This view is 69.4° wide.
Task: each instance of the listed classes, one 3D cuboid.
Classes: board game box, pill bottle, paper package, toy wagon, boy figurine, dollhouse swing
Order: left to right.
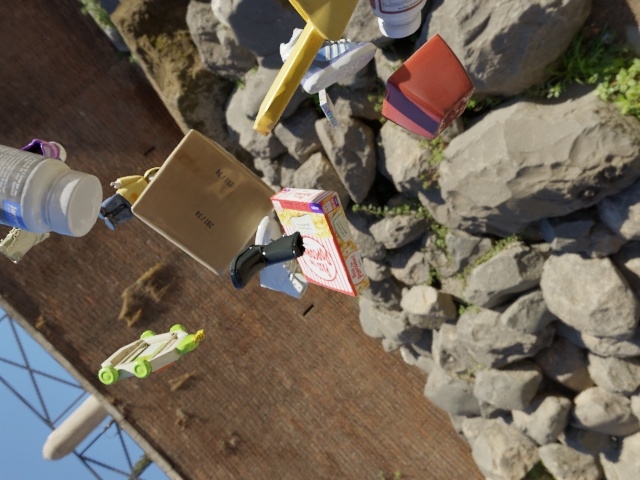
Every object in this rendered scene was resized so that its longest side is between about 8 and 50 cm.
[{"bbox_3d":[-0.302,-0.052,0.466,0.137,0.078,0.078,15,168,0],"label":"pill bottle"},{"bbox_3d":[-0.652,-0.155,1.649,0.177,0.285,0.092,51,153,-10],"label":"boy figurine"},{"bbox_3d":[-0.532,0.363,1.504,0.267,0.343,0.068,-59,-45,-73],"label":"toy wagon"},{"bbox_3d":[-0.333,-0.112,1.382,0.324,0.310,0.168,38,178,-13],"label":"paper package"},{"bbox_3d":[-0.098,-0.421,0.816,0.315,0.305,0.347,44,-163,-22],"label":"dollhouse swing"},{"bbox_3d":[0.000,0.000,0.848,0.146,0.045,0.194,11,131,50],"label":"board game box"},{"bbox_3d":[0.032,-0.516,1.799,0.103,0.026,0.154,55,-162,-33],"label":"board game box"},{"bbox_3d":[0.153,-0.529,0.930,0.121,0.121,0.216,39,167,28],"label":"pill bottle"}]

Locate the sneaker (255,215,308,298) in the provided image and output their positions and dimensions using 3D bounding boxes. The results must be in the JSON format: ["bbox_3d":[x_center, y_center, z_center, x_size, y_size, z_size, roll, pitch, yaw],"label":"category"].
[{"bbox_3d":[-0.098,0.058,1.384,0.169,0.108,0.293,19,141,17],"label":"sneaker"}]

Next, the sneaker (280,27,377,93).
[{"bbox_3d":[0.016,-0.688,1.644,0.236,0.322,0.130,55,167,5],"label":"sneaker"}]

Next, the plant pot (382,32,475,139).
[{"bbox_3d":[0.415,-0.545,1.741,0.236,0.267,0.267,45,172,13],"label":"plant pot"}]

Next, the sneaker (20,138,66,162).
[{"bbox_3d":[-0.864,-0.208,1.349,0.095,0.236,0.104,39,170,1],"label":"sneaker"}]

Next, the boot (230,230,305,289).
[{"bbox_3d":[-0.078,0.027,0.718,0.121,0.099,0.045,-70,-36,-65],"label":"boot"}]

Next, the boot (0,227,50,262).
[{"bbox_3d":[-1.079,-0.030,1.638,0.077,0.165,0.213,24,147,17],"label":"boot"}]
